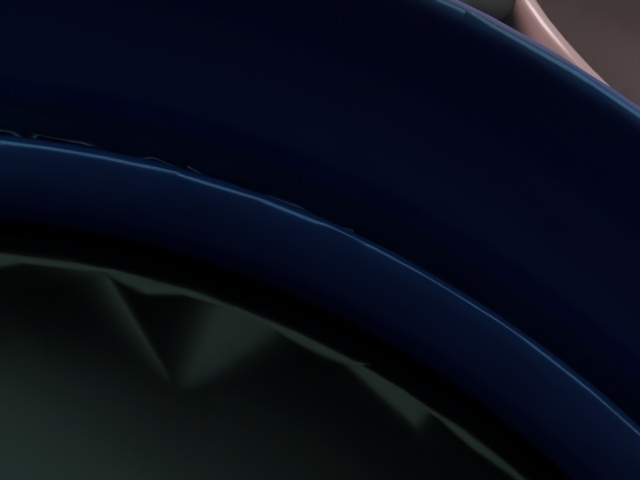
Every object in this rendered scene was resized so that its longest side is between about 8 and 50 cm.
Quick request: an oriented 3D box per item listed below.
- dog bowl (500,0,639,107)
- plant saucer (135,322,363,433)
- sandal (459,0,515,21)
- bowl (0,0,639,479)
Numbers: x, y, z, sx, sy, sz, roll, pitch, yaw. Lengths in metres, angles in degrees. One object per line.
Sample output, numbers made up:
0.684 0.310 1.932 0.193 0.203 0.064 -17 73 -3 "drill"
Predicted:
0.174 -0.038 0.992 0.265 0.104 0.265 29 25 -16 "dog bowl"
0.051 0.129 0.424 0.258 0.047 0.259 5 70 -36 "plant saucer"
-0.029 -0.223 0.980 0.169 0.102 0.416 -3 31 -23 "sandal"
-0.019 0.123 0.262 0.391 0.077 0.391 16 52 -22 "bowl"
